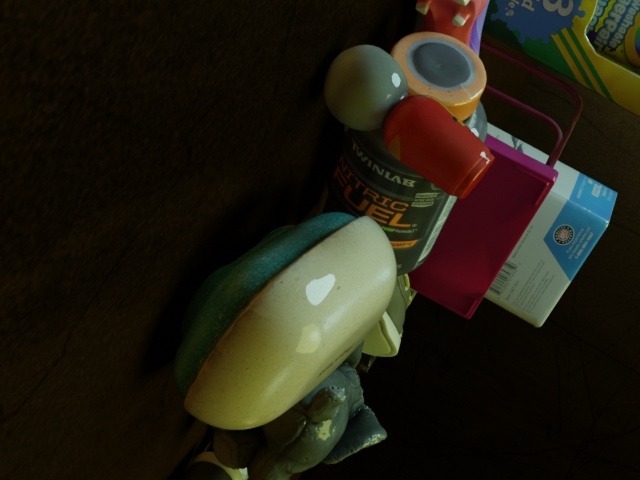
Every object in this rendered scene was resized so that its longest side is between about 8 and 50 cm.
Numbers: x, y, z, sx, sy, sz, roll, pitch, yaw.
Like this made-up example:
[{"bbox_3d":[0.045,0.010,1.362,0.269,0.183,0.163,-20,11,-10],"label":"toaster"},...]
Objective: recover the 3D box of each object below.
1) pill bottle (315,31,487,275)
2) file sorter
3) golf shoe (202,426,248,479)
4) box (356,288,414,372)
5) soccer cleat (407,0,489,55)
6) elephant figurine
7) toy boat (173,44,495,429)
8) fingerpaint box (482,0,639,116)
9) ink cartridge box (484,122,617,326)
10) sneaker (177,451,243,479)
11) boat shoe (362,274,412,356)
[{"bbox_3d":[0.078,-0.081,0.906,0.130,0.130,0.246,-52,168,-35],"label":"pill bottle"},{"bbox_3d":[0.178,-0.085,1.211,0.182,0.202,0.291,-56,171,-37],"label":"file sorter"},{"bbox_3d":[-0.126,0.269,1.209,0.086,0.069,0.176,-21,143,-42],"label":"golf shoe"},{"bbox_3d":[0.171,0.056,1.930,0.395,0.097,0.318,-56,169,-15],"label":"box"},{"bbox_3d":[0.125,-0.214,0.897,0.095,0.083,0.248,-61,169,-13],"label":"soccer cleat"},{"bbox_3d":[-0.002,0.175,1.084,0.239,0.186,0.170,-10,122,-52],"label":"elephant figurine"},{"bbox_3d":[0.000,0.000,0.793,0.318,0.148,0.267,-55,168,23],"label":"toy boat"},{"bbox_3d":[0.403,-0.355,1.003,0.445,0.371,0.163,-61,171,17],"label":"fingerpaint box"},{"bbox_3d":[0.277,-0.043,1.523,0.129,0.307,0.223,-49,167,-55],"label":"ink cartridge box"},{"bbox_3d":[-0.187,0.403,1.156,0.147,0.104,0.296,-41,155,-56],"label":"sneaker"},{"bbox_3d":[0.054,0.041,1.181,0.305,0.109,0.091,72,34,-56],"label":"boat shoe"}]
